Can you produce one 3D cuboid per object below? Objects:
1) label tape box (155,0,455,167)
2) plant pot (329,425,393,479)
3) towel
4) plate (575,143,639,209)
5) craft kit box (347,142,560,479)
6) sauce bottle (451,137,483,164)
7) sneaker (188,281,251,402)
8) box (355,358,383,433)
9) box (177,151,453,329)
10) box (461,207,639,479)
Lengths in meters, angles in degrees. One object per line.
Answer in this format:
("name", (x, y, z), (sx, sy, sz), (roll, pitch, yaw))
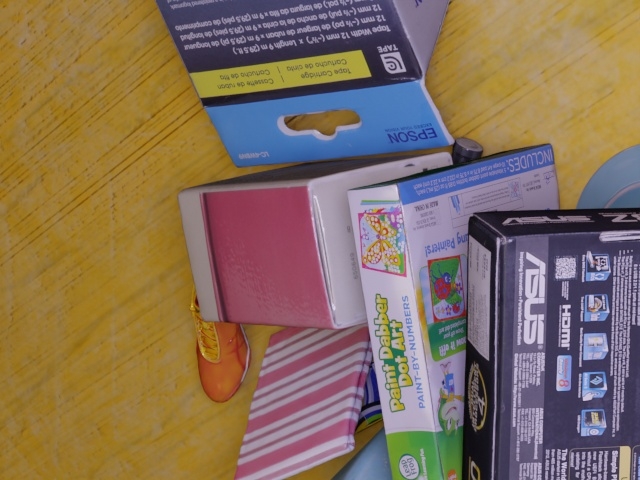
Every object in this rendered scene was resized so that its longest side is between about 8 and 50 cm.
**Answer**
("label tape box", (-0.025, -0.244, 1.525), (0.249, 0.115, 0.348), (-4, 123, 37))
("plant pot", (0.082, 0.291, 1.492), (0.247, 0.252, 0.248), (52, 125, 15))
("towel", (-0.006, 0.138, 1.582), (0.144, 0.197, 0.029), (-28, 124, 37))
("plate", (0.284, 0.012, 1.423), (0.188, 0.024, 0.188), (10, 106, 36))
("craft kit box", (0.128, 0.059, 1.409), (0.061, 0.250, 0.247), (-9, 93, 37))
("sauce bottle", (0.111, -0.029, 1.532), (0.042, 0.042, 0.128), (34, 120, 26))
("sneaker", (-0.106, 0.077, 1.701), (0.064, 0.067, 0.175), (12, 108, 33))
("box", (0.030, 0.153, 1.620), (0.169, 0.059, 0.054), (-32, 83, 37))
("box", (0.000, 0.000, 1.510), (0.232, 0.148, 0.127), (-1, 100, 59))
("box", (0.266, 0.172, 1.302), (0.097, 0.318, 0.395), (-129, 38, -75))
